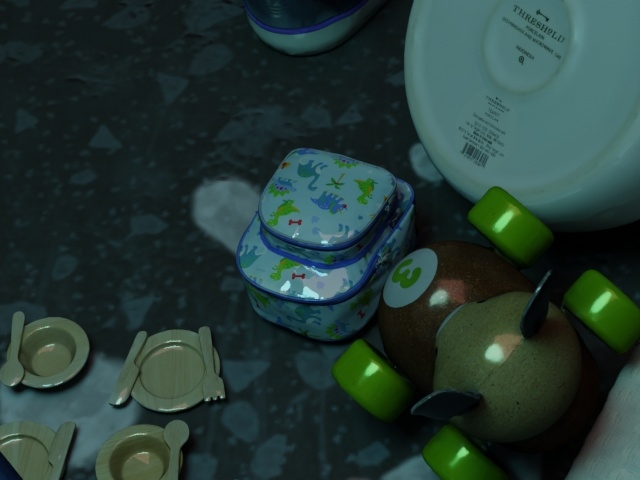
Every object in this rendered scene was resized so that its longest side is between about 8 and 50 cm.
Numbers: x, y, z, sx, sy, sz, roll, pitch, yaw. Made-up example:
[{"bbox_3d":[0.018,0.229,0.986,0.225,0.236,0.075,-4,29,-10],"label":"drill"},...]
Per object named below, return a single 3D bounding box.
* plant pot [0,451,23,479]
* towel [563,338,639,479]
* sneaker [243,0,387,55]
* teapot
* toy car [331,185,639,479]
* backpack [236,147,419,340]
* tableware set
[{"bbox_3d":[-0.234,0.230,0.820,0.236,0.236,0.212,-11,43,20],"label":"plant pot"},{"bbox_3d":[0.326,0.130,0.958,0.312,0.056,0.324,25,59,23],"label":"towel"},{"bbox_3d":[0.039,-0.312,1.208,0.130,0.236,0.323,27,61,24],"label":"sneaker"},{"bbox_3d":[0.196,-0.116,1.078,0.253,0.187,0.256,-23,69,42],"label":"teapot"},{"bbox_3d":[0.091,0.059,0.918,0.149,0.188,0.155,42,93,10],"label":"toy car"},{"bbox_3d":[0.000,0.000,1.076,0.105,0.084,0.114,17,60,21],"label":"backpack"},{"bbox_3d":[-0.146,0.111,1.050,0.169,0.020,0.141,1,53,8],"label":"tableware set"}]
